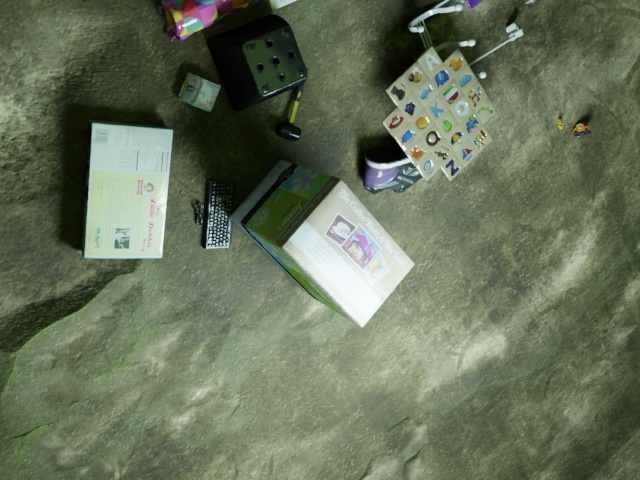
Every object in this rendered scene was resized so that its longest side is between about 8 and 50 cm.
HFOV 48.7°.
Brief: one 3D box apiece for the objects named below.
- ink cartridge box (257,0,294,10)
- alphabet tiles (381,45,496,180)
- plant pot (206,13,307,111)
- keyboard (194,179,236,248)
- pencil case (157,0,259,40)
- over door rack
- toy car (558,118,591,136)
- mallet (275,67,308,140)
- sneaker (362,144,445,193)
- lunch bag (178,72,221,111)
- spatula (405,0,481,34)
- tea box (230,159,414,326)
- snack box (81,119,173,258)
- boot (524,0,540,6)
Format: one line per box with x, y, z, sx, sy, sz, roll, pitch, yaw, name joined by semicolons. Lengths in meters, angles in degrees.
-0.063;-0.663;1.684;0.219;0.092;0.160;-29;118;-15;ink cartridge box
0.326;-0.337;1.911;0.285;0.011;0.342;-45;120;-5;alphabet tiles
-0.134;-0.423;1.675;0.188;0.167;0.187;-26;110;-15;plant pot
-0.272;-0.066;1.818;0.108;0.023;0.180;-1;106;-26;keyboard
-0.254;-0.548;1.627;0.236;0.104;0.104;-30;117;-12;pencil case
0.414;-0.574;1.921;0.324;0.108;0.239;-39;130;-8;over door rack
0.807;-0.367;2.243;0.122;0.060;0.041;18;66;-37;toy car
-0.056;-0.349;1.828;0.062;0.039;0.190;20;93;-29;mallet
0.243;-0.201;2.004;0.283;0.107;0.124;-9;128;-23;sneaker
-0.292;-0.355;1.696;0.083;0.053;0.071;22;95;-21;lunch bag
0.347;-0.639;1.933;0.296;0.030;0.084;-34;124;-13;spatula
0.000;0.000;1.795;0.220;0.323;0.329;-50;121;-10;tea box
-0.461;-0.117;1.683;0.187;0.060;0.322;1;106;-27;snack box
0.606;-0.783;1.996;0.137;0.077;0.198;28;92;-26;boot
